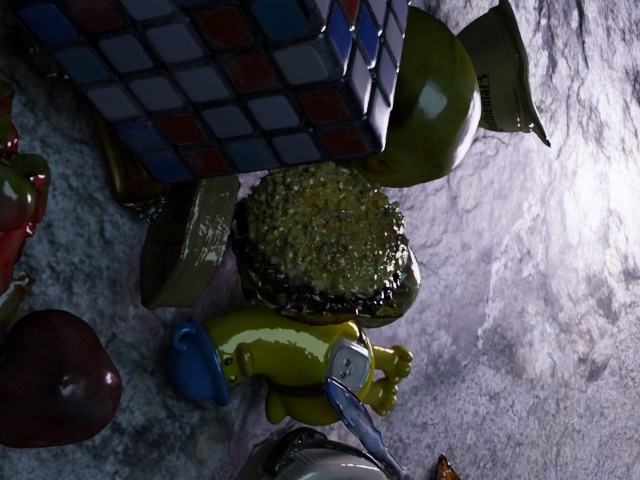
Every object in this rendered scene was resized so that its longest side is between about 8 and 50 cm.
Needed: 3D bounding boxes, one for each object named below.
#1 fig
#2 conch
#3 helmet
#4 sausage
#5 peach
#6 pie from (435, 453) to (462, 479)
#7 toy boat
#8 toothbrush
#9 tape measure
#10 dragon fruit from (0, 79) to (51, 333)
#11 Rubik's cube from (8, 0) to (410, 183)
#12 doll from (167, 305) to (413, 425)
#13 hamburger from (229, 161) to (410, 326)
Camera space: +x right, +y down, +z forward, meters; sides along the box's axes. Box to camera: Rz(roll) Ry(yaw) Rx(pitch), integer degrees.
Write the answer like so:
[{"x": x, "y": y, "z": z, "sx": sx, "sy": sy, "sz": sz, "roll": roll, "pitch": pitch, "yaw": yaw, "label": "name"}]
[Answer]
[{"x": 0.108, "y": -0.209, "z": 1.214, "sx": 0.239, "sy": 0.239, "sz": 0.271, "roll": 37, "pitch": 57, "yaw": -36, "label": "fig"}, {"x": 0.094, "y": 0.054, "z": 1.295, "sx": 0.116, "sy": 0.106, "sz": 0.173, "roll": 7, "pitch": 100, "yaw": -23, "label": "conch"}, {"x": 0.272, "y": -0.249, "z": 1.429, "sx": 0.204, "sy": 0.137, "sz": 0.258, "roll": -90, "pitch": 158, "yaw": -56, "label": "helmet"}, {"x": -0.241, "y": -0.196, "z": 1.007, "sx": 0.082, "sy": 0.082, "sz": 0.372, "roll": -26, "pitch": 108, "yaw": -39, "label": "sausage"}, {"x": -0.285, "y": 0.146, "z": 0.925, "sx": 0.152, "sy": 0.152, "sz": 0.152, "roll": 0, "pitch": 90, "yaw": -42, "label": "peach"}, {"x": 0.230, "y": 0.445, "z": 1.463, "sx": 0.088, "sy": 0.033, "sz": 0.191, "roll": -51, "pitch": 122, "yaw": -25, "label": "pie"}, {"x": -0.160, "y": -0.003, "z": 1.050, "sx": 0.061, "sy": 0.116, "sz": 0.188, "roll": 22, "pitch": 76, "yaw": -33, "label": "toy boat"}, {"x": 0.068, "y": 0.269, "z": 1.196, "sx": 0.035, "sy": 0.042, "sz": 0.413, "roll": -54, "pitch": 148, "yaw": -17, "label": "toothbrush"}, {"x": -0.001, "y": 0.369, "z": 1.185, "sx": 0.271, "sy": 0.133, "sz": 0.231, "roll": 17, "pitch": 92, "yaw": -38, "label": "tape measure"}, {"x": -0.368, "y": -0.017, "z": 0.793, "sx": 0.231, "sy": 0.237, "sz": 0.303, "roll": 1, "pitch": 109, "yaw": -32, "label": "dragon fruit"}, {"x": -0.090, "y": -0.264, "z": 0.925, "sx": 0.293, "sy": 0.291, "sz": 0.287, "roll": 57, "pitch": 36, "yaw": -47, "label": "Rubik's cube"}, {"x": -0.036, "y": 0.149, "z": 1.146, "sx": 0.363, "sy": 0.145, "sz": 0.199, "roll": 17, "pitch": 99, "yaw": -37, "label": "doll"}, {"x": 0.000, "y": 0.000, "z": 1.097, "sx": 0.243, "sy": 0.139, "sz": 0.262, "roll": 4, "pitch": 44, "yaw": -23, "label": "hamburger"}]
